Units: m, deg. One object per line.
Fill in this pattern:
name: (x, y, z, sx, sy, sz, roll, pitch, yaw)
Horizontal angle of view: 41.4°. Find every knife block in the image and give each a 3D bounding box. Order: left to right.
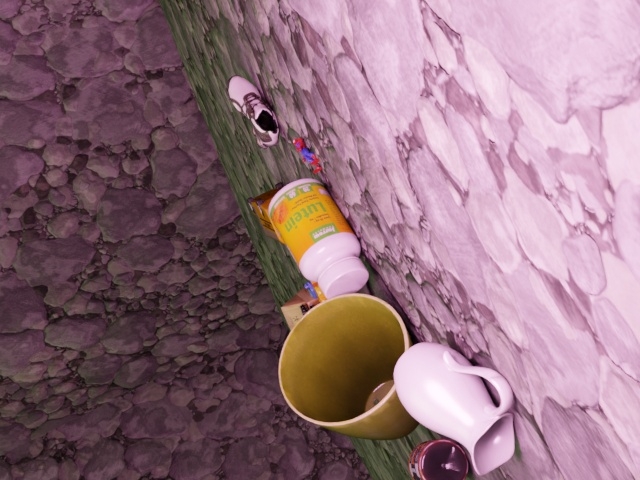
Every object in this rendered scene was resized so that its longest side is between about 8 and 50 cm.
knife block: (0.026, 0.177, 2.369, 0.275, 0.242, 0.088, -39, -70, -53)

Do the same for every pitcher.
pitcher: (0.212, 0.231, 1.312, 0.207, 0.125, 0.178, 42, 138, 41)

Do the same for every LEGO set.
LEGO set: (0.004, 0.103, 2.208, 0.093, 0.087, 0.227, 66, 170, -12)

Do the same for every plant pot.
plant pot: (0.103, 0.296, 1.740, 0.293, 0.274, 0.275, 49, -174, -48)

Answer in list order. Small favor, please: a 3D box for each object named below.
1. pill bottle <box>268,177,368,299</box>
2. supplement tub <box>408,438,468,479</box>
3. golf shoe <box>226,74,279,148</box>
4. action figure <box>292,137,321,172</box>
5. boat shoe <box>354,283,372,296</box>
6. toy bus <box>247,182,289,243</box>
pill bottle: (0.000, 0.000, 1.774, 0.246, 0.136, 0.136, 59, 170, 30)
supplement tub: (0.243, 0.475, 1.793, 0.106, 0.106, 0.198, 62, 171, 12)
golf shoe: (-0.151, -0.318, 2.018, 0.198, 0.077, 0.094, 57, 160, 3)
action figure: (-0.033, -0.187, 1.807, 0.115, 0.030, 0.038, 58, 174, 47)
boat shoe: (0.073, 0.126, 1.892, 0.228, 0.079, 0.081, 62, 167, -4)
toy bus: (-0.110, -0.076, 2.310, 0.130, 0.108, 0.332, 64, 171, -9)
